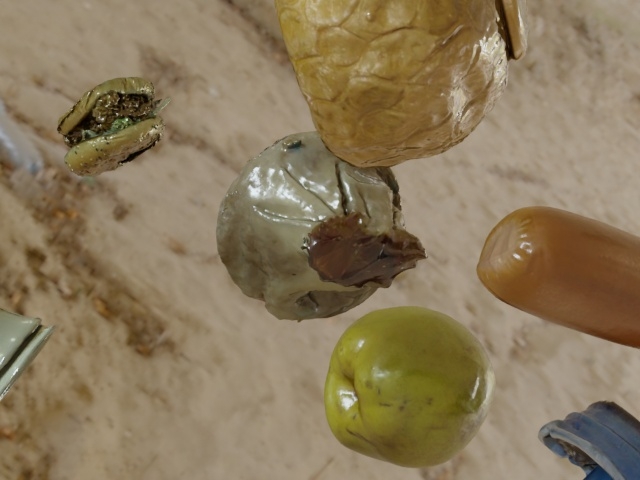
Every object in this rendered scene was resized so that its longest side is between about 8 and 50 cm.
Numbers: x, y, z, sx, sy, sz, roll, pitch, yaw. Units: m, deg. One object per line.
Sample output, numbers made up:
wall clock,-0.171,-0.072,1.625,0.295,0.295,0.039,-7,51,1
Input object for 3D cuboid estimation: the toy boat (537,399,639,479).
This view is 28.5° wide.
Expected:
toy boat,0.309,0.266,1.297,0.129,0.142,0.309,50,-3,-28

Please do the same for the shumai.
shumai,0.000,0.000,1.215,0.201,0.201,0.120,32,11,-15

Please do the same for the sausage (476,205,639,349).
sausage,0.266,0.041,1.131,0.274,0.105,0.105,17,33,-27

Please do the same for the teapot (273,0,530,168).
teapot,0.064,-0.151,0.773,0.311,0.167,0.203,53,23,-74

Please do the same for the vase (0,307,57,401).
vase,-0.438,0.042,1.306,0.321,0.173,0.173,35,26,-4

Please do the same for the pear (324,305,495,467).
pear,0.106,0.169,1.462,0.200,0.200,0.200,30,27,-18

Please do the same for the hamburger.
hamburger,-0.313,-0.173,1.936,0.177,0.185,0.113,80,-10,-81
